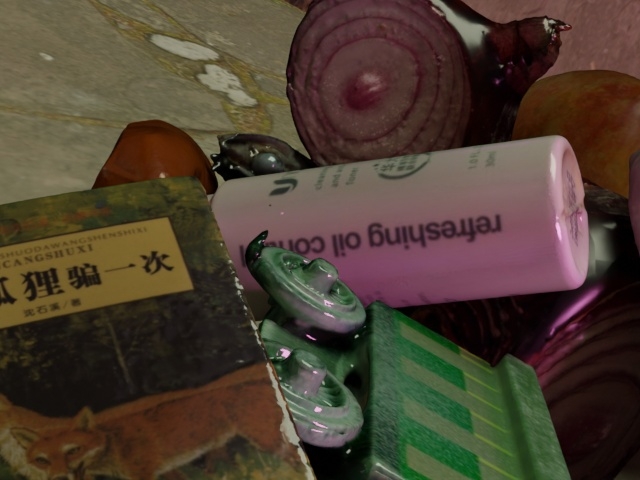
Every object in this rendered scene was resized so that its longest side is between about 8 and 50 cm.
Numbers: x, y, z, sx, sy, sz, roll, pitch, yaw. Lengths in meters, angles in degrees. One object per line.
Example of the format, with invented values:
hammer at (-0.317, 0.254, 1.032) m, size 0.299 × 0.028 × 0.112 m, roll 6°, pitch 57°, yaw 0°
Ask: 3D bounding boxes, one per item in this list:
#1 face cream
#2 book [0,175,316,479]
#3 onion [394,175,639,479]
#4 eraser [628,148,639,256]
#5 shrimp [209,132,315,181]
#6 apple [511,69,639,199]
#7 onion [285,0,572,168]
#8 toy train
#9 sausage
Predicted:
face cream at (0.000, 0.000, 0.889) m, size 0.312 × 0.092 × 0.092 m, roll -6°, pitch 2°, yaw 21°
book at (-0.092, 0.070, 0.553) m, size 0.160 × 0.024 × 0.228 m, roll -10°, pitch 49°, yaw -15°
onion at (0.125, 0.041, 0.994) m, size 0.216 × 0.207 × 0.206 m, roll 20°, pitch 18°, yaw -49°
eraser at (0.320, 0.107, 0.887) m, size 0.272 × 0.122 × 0.359 m, roll 17°, pitch 54°, yaw -45°
shrimp at (-0.034, -0.047, 1.188) m, size 0.164 × 0.062 × 0.317 m, roll 34°, pitch 1°, yaw 23°
apple at (0.244, 0.027, 1.193) m, size 0.302 × 0.301 × 0.301 m, roll 26°, pitch 14°, yaw -7°
onion at (0.094, -0.115, 1.106) m, size 0.140 × 0.218 × 0.195 m, roll 17°, pitch 54°, yaw -61°
toy train at (0.018, 0.108, 0.721) m, size 0.202 × 0.120 × 0.301 m, roll 29°, pitch 13°, yaw -6°
sausage at (-0.120, -0.039, 1.048) m, size 0.089 × 0.089 × 0.179 m, roll 27°, pitch 8°, yaw -4°
